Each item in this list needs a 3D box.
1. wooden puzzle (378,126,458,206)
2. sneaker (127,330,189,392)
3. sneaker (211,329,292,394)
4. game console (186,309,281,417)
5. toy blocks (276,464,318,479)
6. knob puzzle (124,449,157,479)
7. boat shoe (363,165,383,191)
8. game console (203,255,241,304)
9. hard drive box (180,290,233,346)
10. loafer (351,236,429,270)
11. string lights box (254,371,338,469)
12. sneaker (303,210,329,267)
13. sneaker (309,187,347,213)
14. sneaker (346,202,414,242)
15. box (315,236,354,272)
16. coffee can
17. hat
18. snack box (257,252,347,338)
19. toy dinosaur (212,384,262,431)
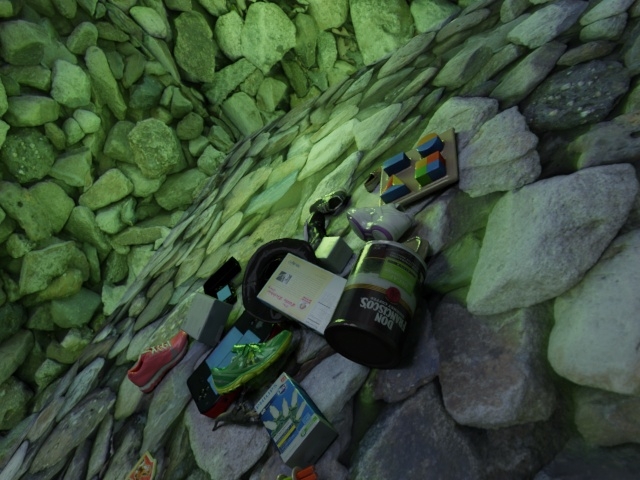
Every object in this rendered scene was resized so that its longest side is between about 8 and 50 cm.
[{"bbox_3d":[0.341,-0.266,1.751,0.322,0.080,0.348,-26,32,33],"label":"wooden puzzle"},{"bbox_3d":[-0.693,0.499,2.049,0.314,0.136,0.115,-50,28,-12],"label":"sneaker"},{"bbox_3d":[-0.221,0.370,1.523,0.295,0.124,0.109,-34,-10,-7],"label":"sneaker"},{"bbox_3d":[-0.321,0.419,1.724,0.387,0.060,0.342,-50,27,-12],"label":"game console"},{"bbox_3d":[-0.029,0.569,1.080,0.148,0.054,0.123,-33,40,23],"label":"toy blocks"},{"bbox_3d":[-0.623,0.819,1.604,0.213,0.030,0.213,-33,28,21],"label":"knob puzzle"},{"bbox_3d":[0.221,-0.260,1.950,0.050,0.045,0.135,-5,46,52],"label":"boat shoe"},{"bbox_3d":[-0.445,0.210,2.220,0.213,0.044,0.361,-45,27,0],"label":"game console"},{"bbox_3d":[-0.481,0.325,2.003,0.232,0.089,0.181,6,71,58],"label":"hard drive box"},{"bbox_3d":[0.204,0.064,1.451,0.268,0.092,0.102,-33,28,22],"label":"loafer"},{"bbox_3d":[-0.072,0.475,1.266,0.133,0.077,0.259,-49,26,-7],"label":"string lights box"},{"bbox_3d":[0.000,0.000,1.849,0.124,0.107,0.284,-14,47,34],"label":"sneaker"},{"bbox_3d":[0.027,-0.153,2.047,0.192,0.064,0.086,-29,25,22],"label":"sneaker"},{"bbox_3d":[0.205,-0.066,1.655,0.152,0.114,0.305,-38,29,-16],"label":"sneaker"},{"bbox_3d":[0.043,0.051,1.706,0.101,0.087,0.101,-3,48,54],"label":"box"},{"bbox_3d":[0.150,0.165,1.259,0.201,0.201,0.276,-15,38,44],"label":"coffee can"},{"bbox_3d":[-0.128,0.158,1.709,0.330,0.134,0.332,-12,56,18],"label":"hat"},{"bbox_3d":[-0.032,0.177,1.523,0.321,0.060,0.187,23,68,36],"label":"snack box"},{"bbox_3d":[-0.251,0.520,1.480,0.268,0.064,0.118,-25,39,40],"label":"toy dinosaur"}]
